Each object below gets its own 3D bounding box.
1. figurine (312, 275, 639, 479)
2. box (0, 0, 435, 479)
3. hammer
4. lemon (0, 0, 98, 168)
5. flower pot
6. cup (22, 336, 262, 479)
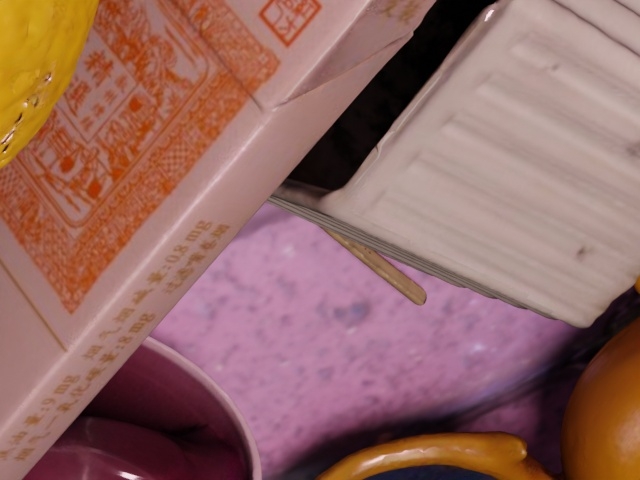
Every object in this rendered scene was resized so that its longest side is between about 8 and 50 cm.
[{"bbox_3d":[0.195,0.183,1.095,0.401,0.268,0.387,15,123,-28],"label":"figurine"},{"bbox_3d":[-0.119,-0.055,0.788,0.365,0.204,0.051,-48,151,18],"label":"box"},{"bbox_3d":[0.000,0.000,1.014,0.060,0.028,0.195,-36,135,15],"label":"hammer"},{"bbox_3d":[-0.211,-0.129,0.640,0.293,0.293,0.293,-13,132,-14],"label":"lemon"},{"bbox_3d":[0.070,-0.092,0.839,0.190,0.239,0.209,22,146,-38],"label":"flower pot"},{"bbox_3d":[-0.185,0.209,0.948,0.208,0.288,0.273,28,122,4],"label":"cup"}]
